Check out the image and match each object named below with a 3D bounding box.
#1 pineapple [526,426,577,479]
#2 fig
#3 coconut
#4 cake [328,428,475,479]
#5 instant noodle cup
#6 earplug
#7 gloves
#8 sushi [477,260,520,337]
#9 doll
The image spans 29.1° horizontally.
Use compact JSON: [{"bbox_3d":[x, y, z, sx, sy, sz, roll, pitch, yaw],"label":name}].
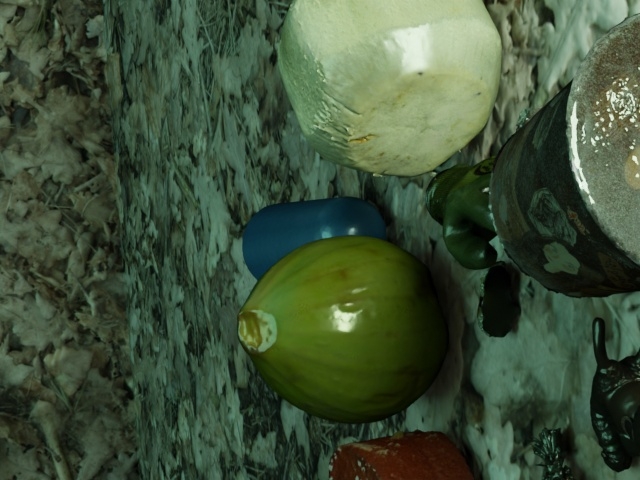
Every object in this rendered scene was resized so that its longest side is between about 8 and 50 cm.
[{"bbox_3d":[0.246,0.242,1.246,0.124,0.058,0.058,-97,17,-49],"label":"pineapple"},{"bbox_3d":[0.016,0.107,1.497,0.239,0.271,0.239,-11,77,56],"label":"fig"},{"bbox_3d":[0.070,-0.208,1.378,0.245,0.245,0.247,110,150,-45],"label":"coconut"},{"bbox_3d":[0.106,0.371,1.475,0.177,0.151,0.282,12,105,55],"label":"cake"},{"bbox_3d":[0.251,-0.052,0.986,0.207,0.218,0.217,142,123,-72],"label":"instant noodle cup"},{"bbox_3d":[0.000,0.000,1.726,0.273,0.132,0.132,170,97,-65],"label":"earplug"},{"bbox_3d":[0.180,-0.031,1.283,0.107,0.135,0.268,50,174,-24],"label":"gloves"},{"bbox_3d":[0.197,0.063,1.363,0.046,0.044,0.083,-91,4,-79],"label":"sushi"},{"bbox_3d":[0.286,0.154,1.116,0.139,0.057,0.165,-125,30,-51],"label":"doll"}]
